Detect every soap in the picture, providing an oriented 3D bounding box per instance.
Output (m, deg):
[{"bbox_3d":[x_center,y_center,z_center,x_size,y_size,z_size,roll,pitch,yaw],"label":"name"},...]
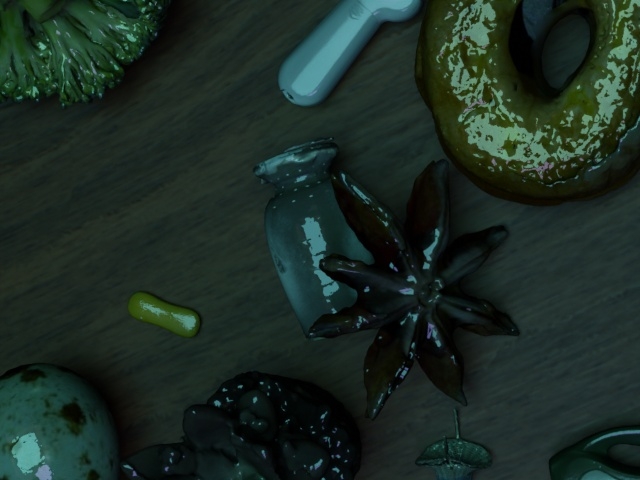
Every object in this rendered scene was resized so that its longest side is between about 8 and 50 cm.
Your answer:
[{"bbox_3d":[-0.177,0.083,1.835,0.089,0.012,0.034,21,95,13],"label":"soap"}]

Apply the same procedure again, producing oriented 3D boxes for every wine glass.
[{"bbox_3d":[0.000,0.000,1.741,0.111,0.111,0.204,-18,89,13],"label":"wine glass"}]

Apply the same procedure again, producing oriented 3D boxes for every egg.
[{"bbox_3d":[-0.302,0.248,1.789,0.169,0.169,0.231,-7,99,14],"label":"egg"}]

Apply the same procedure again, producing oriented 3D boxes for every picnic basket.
[{"bbox_3d":[0.141,0.229,1.733,0.083,0.065,0.083,4,108,18],"label":"picnic basket"}]

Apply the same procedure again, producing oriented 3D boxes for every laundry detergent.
[{"bbox_3d":[0.349,0.253,1.682,0.211,0.063,0.137,-16,80,13],"label":"laundry detergent"}]

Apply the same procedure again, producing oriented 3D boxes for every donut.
[{"bbox_3d":[0.239,-0.197,1.663,0.299,0.150,0.317,-19,86,10],"label":"donut"}]

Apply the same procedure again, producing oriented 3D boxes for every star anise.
[{"bbox_3d":[0.089,0.050,1.679,0.088,0.288,0.288,-2,90,55],"label":"star anise"}]

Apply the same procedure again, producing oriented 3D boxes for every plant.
[{"bbox_3d":[-0.069,0.227,1.653,0.194,0.321,0.181,31,96,10],"label":"plant"}]

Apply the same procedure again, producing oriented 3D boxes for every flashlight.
[{"bbox_3d":[0.031,-0.228,1.767,0.093,0.047,0.200,43,102,11],"label":"flashlight"}]

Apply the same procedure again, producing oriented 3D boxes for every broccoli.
[{"bbox_3d":[-0.305,-0.304,1.697,0.252,0.361,0.221,-31,64,-6],"label":"broccoli"}]
